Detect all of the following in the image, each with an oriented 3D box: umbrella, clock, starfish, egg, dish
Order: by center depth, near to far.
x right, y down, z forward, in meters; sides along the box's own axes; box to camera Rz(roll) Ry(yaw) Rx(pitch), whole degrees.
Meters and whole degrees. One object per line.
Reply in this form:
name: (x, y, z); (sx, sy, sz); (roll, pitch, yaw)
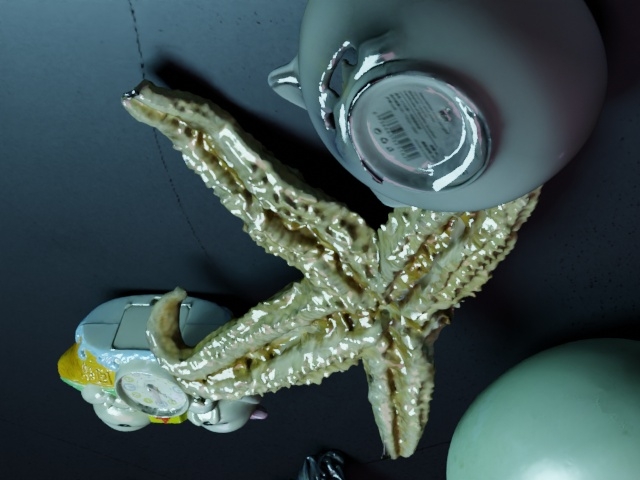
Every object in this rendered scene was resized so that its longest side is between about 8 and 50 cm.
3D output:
dish: (0.059, -0.090, 0.940); (0.228, 0.086, 0.236); (7, 130, 17)
starfish: (0.000, 0.000, 1.158); (0.324, 0.082, 0.432); (21, 138, 9)
egg: (0.222, 0.185, 1.246); (0.203, 0.203, 0.283); (30, 150, -22)
clock: (-0.143, 0.122, 1.405); (0.231, 0.103, 0.144); (2, 138, 20)
umbrella: (-0.017, 0.293, 1.661); (0.071, 0.080, 0.224); (-10, 163, -27)
